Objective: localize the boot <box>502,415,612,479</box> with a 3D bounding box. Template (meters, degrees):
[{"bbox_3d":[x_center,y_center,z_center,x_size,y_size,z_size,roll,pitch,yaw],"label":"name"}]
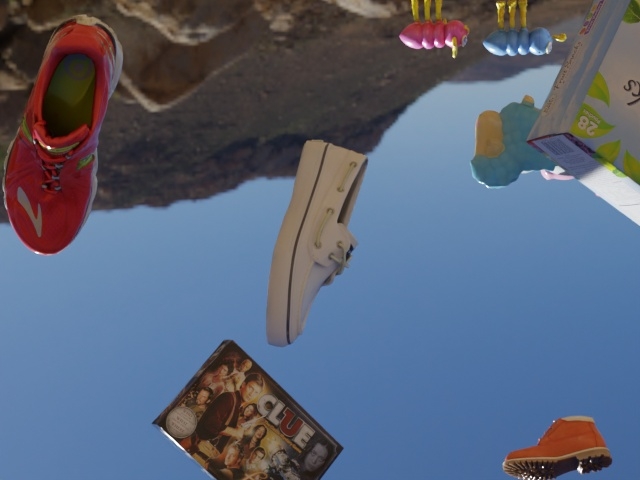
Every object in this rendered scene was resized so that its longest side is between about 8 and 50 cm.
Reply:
[{"bbox_3d":[0.347,0.310,1.393,0.157,0.059,0.085,-10,-132,3],"label":"boot"}]

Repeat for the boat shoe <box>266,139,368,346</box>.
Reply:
[{"bbox_3d":[0.000,0.000,0.935,0.075,0.226,0.083,9,161,8],"label":"boat shoe"}]

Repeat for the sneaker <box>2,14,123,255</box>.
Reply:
[{"bbox_3d":[-0.290,-0.106,1.007,0.107,0.279,0.118,12,-161,-12],"label":"sneaker"}]

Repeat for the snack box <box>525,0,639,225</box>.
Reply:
[{"bbox_3d":[0.309,-0.109,0.828,0.207,0.175,0.070,32,167,-18],"label":"snack box"}]

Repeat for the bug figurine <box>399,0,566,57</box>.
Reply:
[{"bbox_3d":[0.192,-0.303,1.166,0.216,0.072,0.279,0,157,18],"label":"bug figurine"}]

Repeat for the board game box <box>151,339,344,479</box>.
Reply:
[{"bbox_3d":[-0.103,0.287,1.360,0.165,0.243,0.042,-50,-168,-22],"label":"board game box"}]

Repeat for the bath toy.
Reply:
[{"bbox_3d":[0.346,-0.124,1.280,0.348,0.129,0.151,-2,-150,-47],"label":"bath toy"}]
